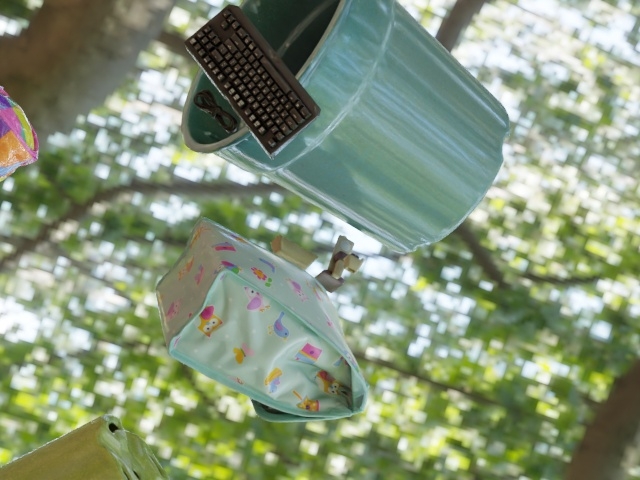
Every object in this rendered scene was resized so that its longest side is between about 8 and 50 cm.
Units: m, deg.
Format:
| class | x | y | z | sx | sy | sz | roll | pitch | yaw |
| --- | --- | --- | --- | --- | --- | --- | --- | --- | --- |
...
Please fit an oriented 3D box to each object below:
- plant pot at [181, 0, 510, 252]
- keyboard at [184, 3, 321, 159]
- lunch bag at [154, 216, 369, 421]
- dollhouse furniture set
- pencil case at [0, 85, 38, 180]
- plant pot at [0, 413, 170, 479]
| class | x | y | z | sx | sy | sz | roll | pitch | yaw |
| --- | --- | --- | --- | --- | --- | --- | --- | --- | --- |
| plant pot | 0.050 | -0.174 | 2.122 | 0.341 | 0.334 | 0.341 | -40 | -149 | 29 |
| keyboard | -0.089 | -0.171 | 1.785 | 0.108 | 0.023 | 0.180 | -42 | -114 | 10 |
| lunch bag | -0.066 | 0.113 | 2.025 | 0.160 | 0.262 | 0.223 | -55 | -159 | 10 |
| dollhouse furniture set | 0.000 | 0.000 | 2.233 | 0.091 | 0.114 | 0.081 | -41 | -156 | 55 |
| pencil case | -0.366 | -0.056 | 1.410 | 0.236 | 0.104 | 0.104 | -30 | -151 | 1 |
| plant pot | -0.335 | 0.370 | 2.117 | 0.254 | 0.276 | 0.276 | -35 | -150 | 7 |
